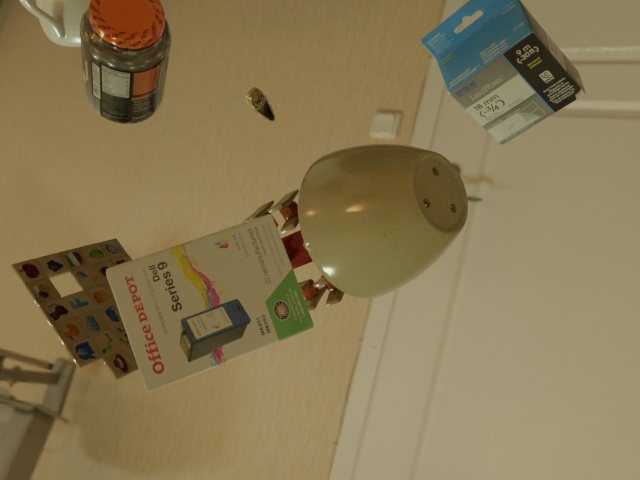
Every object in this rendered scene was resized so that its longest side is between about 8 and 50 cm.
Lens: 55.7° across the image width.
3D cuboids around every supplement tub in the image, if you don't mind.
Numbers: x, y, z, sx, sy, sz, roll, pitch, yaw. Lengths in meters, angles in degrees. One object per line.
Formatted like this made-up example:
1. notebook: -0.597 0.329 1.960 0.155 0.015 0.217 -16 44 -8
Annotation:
1. supplement tub: -0.270 -0.255 0.839 0.117 0.117 0.190 17 155 -13

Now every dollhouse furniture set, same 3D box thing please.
1. dollhouse furniture set: 0.000 0.000 1.382 0.259 0.135 0.262 -21 109 33

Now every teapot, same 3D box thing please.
1. teapot: -0.411 -0.472 1.112 0.252 0.187 0.256 -13 -147 -14

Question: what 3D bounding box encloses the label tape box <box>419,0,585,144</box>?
1. label tape box: 0.435 -0.416 1.462 0.333 0.106 0.240 35 132 -26

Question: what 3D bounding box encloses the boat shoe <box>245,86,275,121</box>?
1. boat shoe: -0.170 -0.391 1.753 0.048 0.056 0.153 41 175 18

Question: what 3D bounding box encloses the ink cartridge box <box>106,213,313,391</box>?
1. ink cartridge box: -0.137 0.077 0.755 0.212 0.154 0.093 -19 174 -13

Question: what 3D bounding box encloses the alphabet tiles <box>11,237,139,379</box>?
1. alphabet tiles: -0.346 0.107 0.977 0.237 0.009 0.198 51 -147 12

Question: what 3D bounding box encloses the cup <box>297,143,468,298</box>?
1. cup: 0.154 -0.064 1.232 0.331 0.331 0.237 21 154 -34
